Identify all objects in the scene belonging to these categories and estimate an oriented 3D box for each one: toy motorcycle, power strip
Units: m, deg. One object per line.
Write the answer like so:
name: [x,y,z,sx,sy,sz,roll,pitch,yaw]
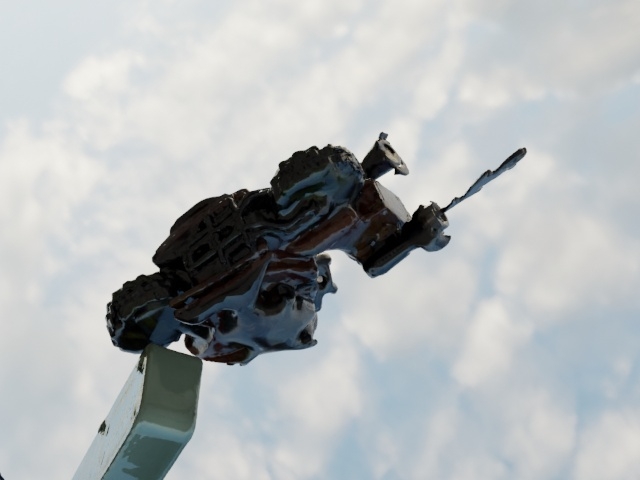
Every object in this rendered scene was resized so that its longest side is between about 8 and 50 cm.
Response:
toy motorcycle: [0.000,0.000,1.176,0.401,0.207,0.134,-39,-129,16]
power strip: [-0.204,0.240,1.248,0.385,0.062,0.091,123,-22,-44]

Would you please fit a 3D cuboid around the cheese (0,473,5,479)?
cheese: [-0.350,0.249,1.156,0.069,0.177,0.270,-31,-178,11]
